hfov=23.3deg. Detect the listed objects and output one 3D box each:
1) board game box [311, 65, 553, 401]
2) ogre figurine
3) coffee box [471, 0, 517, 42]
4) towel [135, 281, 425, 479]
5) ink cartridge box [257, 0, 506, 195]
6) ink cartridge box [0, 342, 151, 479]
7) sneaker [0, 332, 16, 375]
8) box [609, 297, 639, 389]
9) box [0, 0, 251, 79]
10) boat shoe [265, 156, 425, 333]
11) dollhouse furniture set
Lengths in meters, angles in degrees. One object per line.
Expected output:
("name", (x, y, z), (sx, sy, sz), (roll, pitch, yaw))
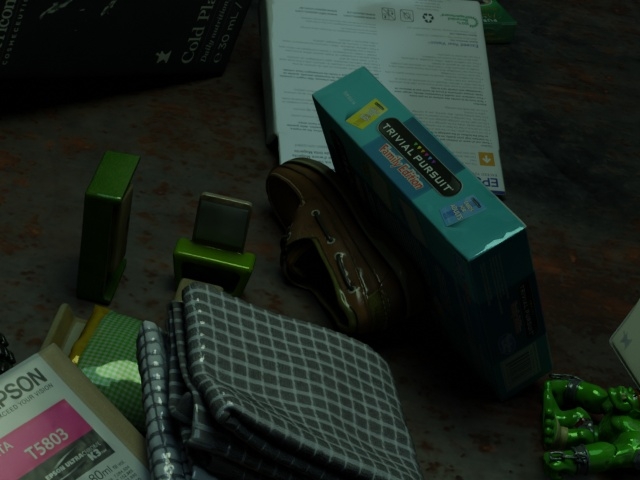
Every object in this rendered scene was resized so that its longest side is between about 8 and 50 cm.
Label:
("board game box", (0.129, -0.011, 1.792), (0.079, 0.253, 0.336), (-30, 48, -11))
("ogre figurine", (0.300, 0.204, 1.695), (0.118, 0.096, 0.197), (3, 2, 6))
("coffee box", (0.233, -0.384, 2.557), (0.113, 0.040, 0.184), (-5, 38, -24))
("towel", (-0.034, 0.174, 1.521), (0.284, 0.121, 0.235), (26, 29, -27))
("ink cartridge box", (0.081, -0.201, 2.177), (0.324, 0.071, 0.330), (4, 63, -14))
("ink cartridge box", (-0.273, 0.228, 1.420), (0.193, 0.088, 0.235), (45, 42, 10))
("sneaker", (-0.424, 0.089, 1.612), (0.146, 0.134, 0.343), (-35, 56, -3))
("box", (0.492, 0.135, 1.723), (0.311, 0.148, 0.121), (18, 28, -28))
("box", (-0.298, -0.485, 2.055), (0.472, 0.480, 0.297), (-8, 39, -47))
("boat shoe", (0.000, 0.000, 1.865), (0.104, 0.110, 0.307), (-23, 40, -21))
("dollhouse furniture set", (-0.180, 0.059, 1.681), (0.198, 0.151, 0.301), (13, 34, 0))
